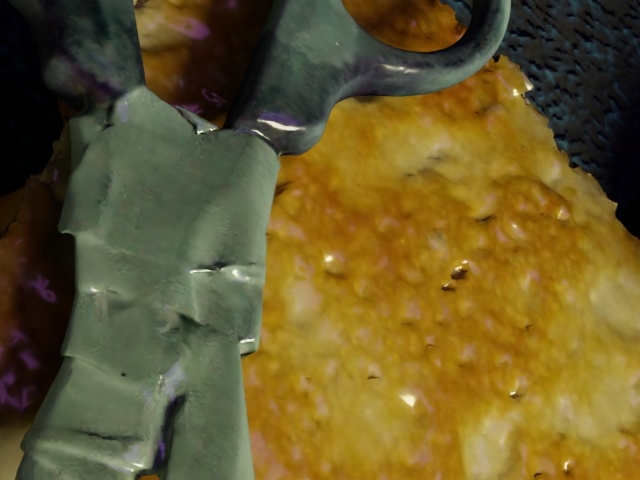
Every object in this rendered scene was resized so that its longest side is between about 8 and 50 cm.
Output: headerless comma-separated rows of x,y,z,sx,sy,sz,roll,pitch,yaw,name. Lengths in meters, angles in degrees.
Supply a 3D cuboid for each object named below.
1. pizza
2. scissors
0.000,0.000,0.567,0.440,0.130,0.406,0,69,-32,pizza
-0.043,0.003,0.440,0.256,0.029,0.383,12,58,-20,scissors
